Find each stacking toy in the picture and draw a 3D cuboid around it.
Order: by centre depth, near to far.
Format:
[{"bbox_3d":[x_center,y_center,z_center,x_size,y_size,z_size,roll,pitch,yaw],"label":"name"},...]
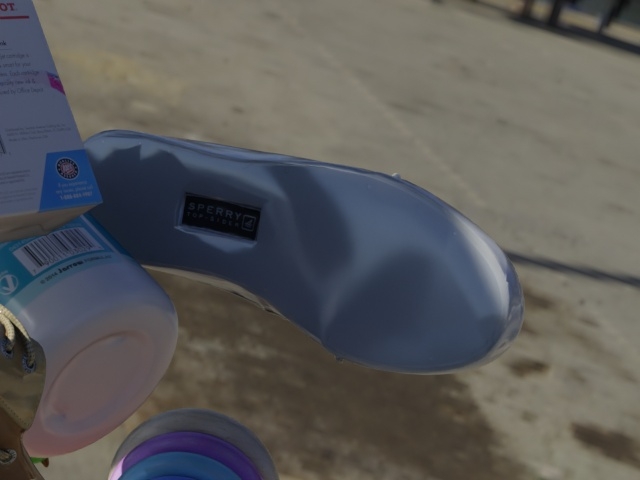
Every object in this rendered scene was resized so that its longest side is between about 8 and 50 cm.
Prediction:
[{"bbox_3d":[-0.109,0.244,1.305,0.141,0.141,0.330,17,17,-2],"label":"stacking toy"}]

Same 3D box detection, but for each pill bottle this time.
[{"bbox_3d":[-0.226,0.014,1.228,0.146,0.146,0.264,-2,38,-50],"label":"pill bottle"}]

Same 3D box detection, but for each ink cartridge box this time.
[{"bbox_3d":[-0.213,-0.090,1.078,0.061,0.181,0.104,-27,-11,39],"label":"ink cartridge box"}]

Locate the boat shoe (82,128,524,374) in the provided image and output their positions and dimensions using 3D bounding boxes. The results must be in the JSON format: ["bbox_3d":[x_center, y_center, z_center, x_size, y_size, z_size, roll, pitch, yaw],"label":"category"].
[{"bbox_3d":[-0.003,0.008,1.310,0.367,0.136,0.156,14,4,28],"label":"boat shoe"}]

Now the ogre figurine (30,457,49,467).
[{"bbox_3d":[-0.281,0.142,1.563,0.097,0.197,0.118,52,16,-53],"label":"ogre figurine"}]

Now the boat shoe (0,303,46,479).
[{"bbox_3d":[-0.215,0.076,0.972,0.120,0.324,0.122,-33,56,-22],"label":"boat shoe"}]
